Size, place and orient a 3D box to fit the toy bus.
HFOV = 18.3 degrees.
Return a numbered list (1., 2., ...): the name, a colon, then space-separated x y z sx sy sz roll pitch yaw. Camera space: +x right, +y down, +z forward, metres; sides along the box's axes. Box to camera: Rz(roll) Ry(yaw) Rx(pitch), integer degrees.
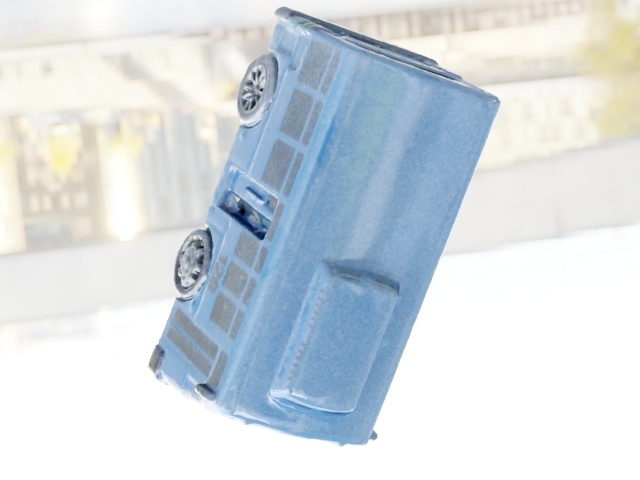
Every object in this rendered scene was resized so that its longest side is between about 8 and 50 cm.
1. toy bus: 0.000 0.000 1.130 0.116 0.234 0.133 16 -170 -29
